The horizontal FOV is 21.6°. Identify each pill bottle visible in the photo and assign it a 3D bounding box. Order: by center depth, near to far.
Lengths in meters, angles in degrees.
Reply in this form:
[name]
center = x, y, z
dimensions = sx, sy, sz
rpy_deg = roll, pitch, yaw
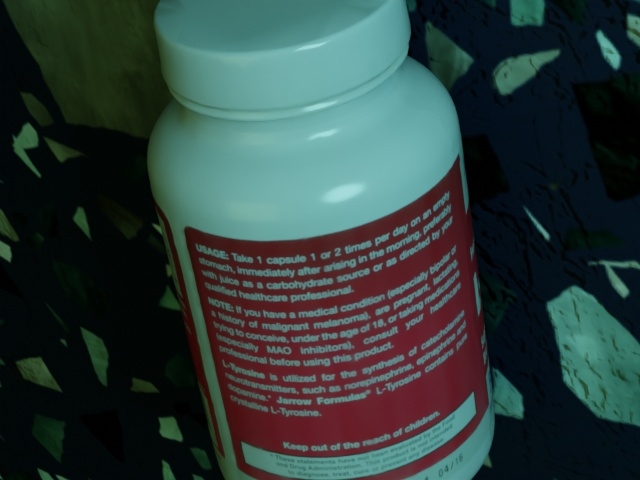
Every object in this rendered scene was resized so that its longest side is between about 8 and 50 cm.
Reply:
[pill bottle]
center = 0.000, 0.000, 1.248
dimensions = 0.229, 0.229, 0.408
rpy_deg = 17, 132, 35
